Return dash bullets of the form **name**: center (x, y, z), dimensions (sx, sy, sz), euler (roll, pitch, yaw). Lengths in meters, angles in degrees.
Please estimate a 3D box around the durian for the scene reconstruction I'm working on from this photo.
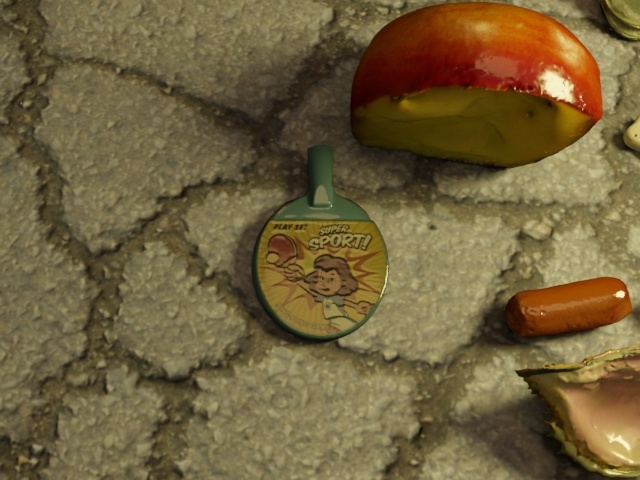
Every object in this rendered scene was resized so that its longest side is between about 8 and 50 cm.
- **durian**: center (0.446, 0.243, 1.427), dimensions (0.305, 0.185, 0.196), euler (-14, 86, -5)

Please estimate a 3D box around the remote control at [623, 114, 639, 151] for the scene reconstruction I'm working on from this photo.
- **remote control**: center (0.574, -0.160, 1.670), dimensions (0.122, 0.032, 0.074), euler (41, 70, 15)

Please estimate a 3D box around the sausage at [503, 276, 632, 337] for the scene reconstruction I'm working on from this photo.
- **sausage**: center (0.379, 0.104, 1.520), dimensions (0.197, 0.076, 0.076), euler (-9, 67, -6)

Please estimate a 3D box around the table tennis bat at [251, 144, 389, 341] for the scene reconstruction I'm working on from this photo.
- **table tennis bat**: center (0.000, 0.000, 1.566), dimensions (0.215, 0.044, 0.329), euler (1, 68, -1)

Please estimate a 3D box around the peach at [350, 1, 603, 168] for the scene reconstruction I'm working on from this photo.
- **peach**: center (0.249, -0.257, 1.558), dimensions (0.380, 0.306, 0.243), euler (13, 73, 8)

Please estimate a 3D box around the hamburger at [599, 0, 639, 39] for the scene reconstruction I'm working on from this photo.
- **hamburger**: center (0.566, -0.425, 1.772), dimensions (0.133, 0.062, 0.140), euler (-26, 68, -18)
